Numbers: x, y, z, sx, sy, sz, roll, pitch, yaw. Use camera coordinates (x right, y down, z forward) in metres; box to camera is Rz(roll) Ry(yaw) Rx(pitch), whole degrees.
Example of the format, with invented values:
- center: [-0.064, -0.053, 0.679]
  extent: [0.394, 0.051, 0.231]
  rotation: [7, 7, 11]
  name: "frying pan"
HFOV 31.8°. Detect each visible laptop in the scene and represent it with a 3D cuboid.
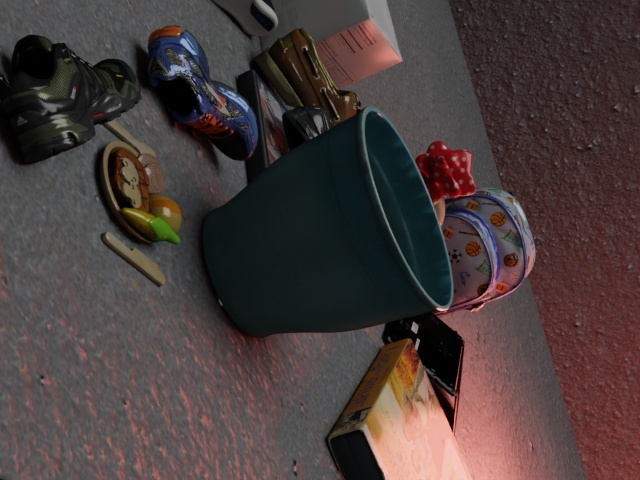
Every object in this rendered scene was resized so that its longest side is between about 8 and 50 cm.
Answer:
- center: [0.194, 0.254, 2.113]
  extent: [0.264, 0.136, 0.234]
  rotation: [40, 22, -6]
  name: "laptop"

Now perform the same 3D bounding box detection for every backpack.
- center: [0.286, 0.016, 2.239]
  extent: [0.276, 0.264, 0.213]
  rotation: [67, 18, -9]
  name: "backpack"

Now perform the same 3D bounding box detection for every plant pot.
- center: [0.000, 0.000, 1.439]
  extent: [0.271, 0.255, 0.271]
  rotation: [54, 23, -37]
  name: "plant pot"

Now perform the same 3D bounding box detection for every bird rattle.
- center: [0.152, -0.082, 2.030]
  extent: [0.143, 0.254, 0.206]
  rotation: [-78, 167, -59]
  name: "bird rattle"

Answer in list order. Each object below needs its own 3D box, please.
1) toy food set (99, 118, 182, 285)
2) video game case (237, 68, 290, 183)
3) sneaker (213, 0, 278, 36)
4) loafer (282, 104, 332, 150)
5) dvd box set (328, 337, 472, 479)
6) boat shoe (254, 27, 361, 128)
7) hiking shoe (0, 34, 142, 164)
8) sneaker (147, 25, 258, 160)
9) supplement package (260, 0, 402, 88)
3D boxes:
- center: [-0.201, -0.057, 1.272]
  extent: [0.132, 0.039, 0.192]
  rotation: [44, 30, -52]
  name: "toy food set"
- center: [-0.046, -0.096, 1.774]
  extent: [0.248, 0.035, 0.274]
  rotation: [46, 29, -50]
  name: "video game case"
- center: [-0.141, -0.433, 1.827]
  extent: [0.217, 0.079, 0.121]
  rotation: [53, 19, -61]
  name: "sneaker"
- center: [-0.009, -0.098, 1.729]
  extent: [0.078, 0.076, 0.223]
  rotation: [-13, 88, -36]
  name: "loafer"
- center: [0.141, 0.356, 1.761]
  extent: [0.307, 0.062, 0.420]
  rotation: [67, 18, -6]
  name: "dvd box set"
- center: [0.021, -0.211, 1.876]
  extent: [0.307, 0.104, 0.110]
  rotation: [53, 5, -16]
  name: "boat shoe"
- center: [-0.257, -0.167, 1.156]
  extent: [0.227, 0.086, 0.114]
  rotation: [-67, 137, -64]
  name: "hiking shoe"
- center: [-0.162, -0.176, 1.485]
  extent: [0.221, 0.083, 0.087]
  rotation: [48, 40, -36]
  name: "sneaker"
- center: [0.010, -0.385, 1.988]
  extent: [0.149, 0.203, 0.194]
  rotation: [42, 32, -54]
  name: "supplement package"
